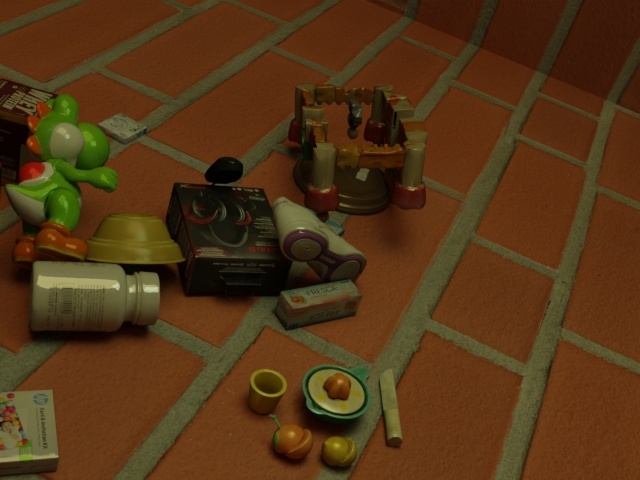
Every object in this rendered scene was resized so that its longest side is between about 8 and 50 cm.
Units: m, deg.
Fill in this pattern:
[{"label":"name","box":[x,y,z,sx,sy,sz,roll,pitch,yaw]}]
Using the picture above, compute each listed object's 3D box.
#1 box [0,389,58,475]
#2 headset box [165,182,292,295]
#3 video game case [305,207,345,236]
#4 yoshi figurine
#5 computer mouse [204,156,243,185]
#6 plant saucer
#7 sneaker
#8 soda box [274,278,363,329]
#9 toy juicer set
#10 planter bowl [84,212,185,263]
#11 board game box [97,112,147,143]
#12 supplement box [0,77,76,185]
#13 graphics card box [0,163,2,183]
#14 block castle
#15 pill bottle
[{"label":"box","box":[-0.522,0.309,1.369,0.186,0.038,0.145,2,38,-24]},{"label":"headset box","box":[-0.200,0.005,1.863,0.218,0.110,0.293,3,38,-23]},{"label":"video game case","box":[-0.030,-0.019,2.058,0.119,0.015,0.166,30,36,16]},{"label":"yoshi figurine","box":[-0.505,-0.115,1.730,0.204,0.203,0.362,2,69,-6]},{"label":"computer mouse","box":[-0.246,-0.142,1.954,0.071,0.242,0.041,5,72,-33]},{"label":"plant saucer","box":[0.064,-0.166,2.280,0.278,0.041,0.277,13,34,-9]},{"label":"sneaker","box":[0.000,0.000,1.849,0.305,0.114,0.152,40,18,-51]},{"label":"soda box","box":[-0.003,0.134,1.820,0.183,0.063,0.058,-8,42,-33]},{"label":"toy juicer set","box":[0.043,0.311,1.578,0.329,0.089,0.209,-2,39,-27]},{"label":"planter bowl","box":[-0.380,-0.008,1.731,0.217,0.090,0.217,4,5,0]},{"label":"board game box","box":[-0.511,-0.289,2.202,0.090,0.020,0.090,29,36,14]},{"label":"supplement box","box":[-0.664,-0.229,1.899,0.191,0.194,0.129,16,35,-4]},{"label":"graphics card box","box":[-0.638,0.047,1.504,0.094,0.232,0.370,9,35,-15]},{"label":"block castle","box":[0.089,-0.226,2.166,0.303,0.212,0.453,-2,32,-8]},{"label":"pill bottle","box":[-0.425,0.107,1.606,0.229,0.131,0.131,3,38,-21]}]
